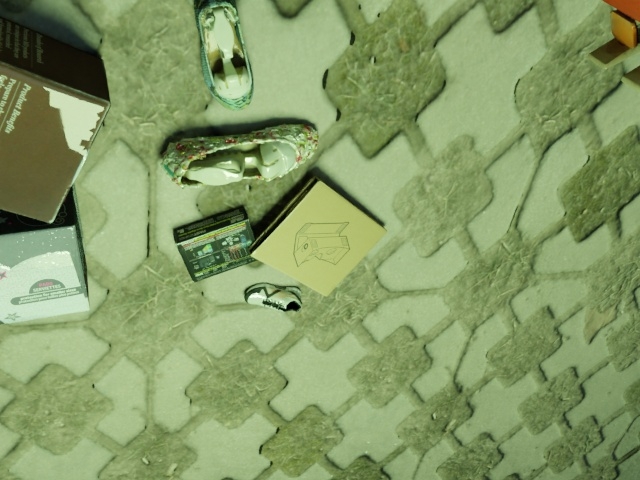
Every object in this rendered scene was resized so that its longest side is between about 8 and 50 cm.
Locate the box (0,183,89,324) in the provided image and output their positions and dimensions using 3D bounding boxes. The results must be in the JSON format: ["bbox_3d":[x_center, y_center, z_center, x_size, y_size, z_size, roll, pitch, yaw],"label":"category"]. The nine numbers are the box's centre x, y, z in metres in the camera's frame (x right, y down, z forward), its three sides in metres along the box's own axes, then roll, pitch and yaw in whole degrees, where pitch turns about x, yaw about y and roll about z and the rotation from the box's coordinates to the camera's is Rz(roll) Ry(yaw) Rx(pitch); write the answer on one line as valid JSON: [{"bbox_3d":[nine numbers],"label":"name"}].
[{"bbox_3d":[-0.454,0.019,0.978,0.247,0.142,0.164,-7,131,-15],"label":"box"}]

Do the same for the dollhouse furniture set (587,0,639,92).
[{"bbox_3d":[0.350,-0.344,0.905,0.135,0.259,0.262,-28,133,-1],"label":"dollhouse furniture set"}]

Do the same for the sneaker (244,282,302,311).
[{"bbox_3d":[-0.081,0.104,1.266,0.109,0.044,0.040,3,130,-21],"label":"sneaker"}]

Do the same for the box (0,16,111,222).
[{"bbox_3d":[-0.457,-0.178,0.814,0.381,0.143,0.191,20,119,-32],"label":"box"}]

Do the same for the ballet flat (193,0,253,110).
[{"bbox_3d":[-0.125,-0.240,0.940,0.070,0.070,0.189,-19,133,-6],"label":"ballet flat"}]

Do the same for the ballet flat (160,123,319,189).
[{"bbox_3d":[-0.110,-0.113,1.046,0.240,0.077,0.091,-11,131,-13],"label":"ballet flat"}]

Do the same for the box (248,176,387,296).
[{"bbox_3d":[0.000,0.000,1.197,0.164,0.021,0.201,-48,136,10],"label":"box"}]

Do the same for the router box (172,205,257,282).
[{"bbox_3d":[-0.165,0.007,1.152,0.122,0.038,0.092,-19,134,-6],"label":"router box"}]
